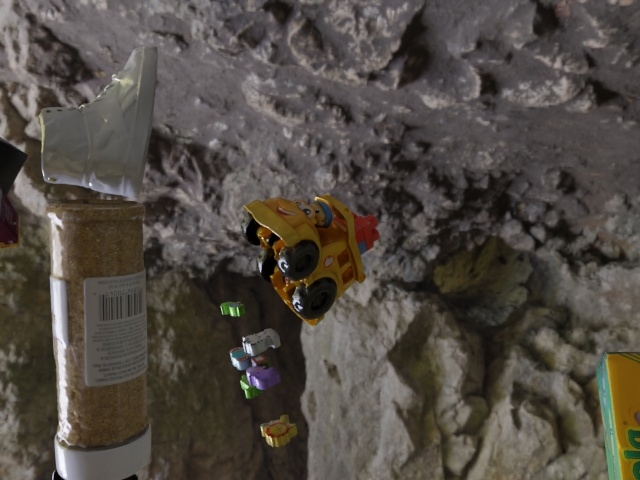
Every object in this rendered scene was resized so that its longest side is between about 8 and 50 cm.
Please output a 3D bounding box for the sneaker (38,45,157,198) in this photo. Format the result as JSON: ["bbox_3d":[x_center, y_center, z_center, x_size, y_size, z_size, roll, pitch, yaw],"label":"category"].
[{"bbox_3d":[-0.350,-0.209,0.916,0.169,0.292,0.108,7,149,-12],"label":"sneaker"}]

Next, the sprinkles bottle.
[{"bbox_3d":[-0.286,0.126,0.759,0.121,0.355,0.121,1,-172,0],"label":"sprinkles bottle"}]

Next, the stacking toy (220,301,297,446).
[{"bbox_3d":[-0.110,0.202,0.926,0.052,0.167,0.221,-15,-163,-23],"label":"stacking toy"}]

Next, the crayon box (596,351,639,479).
[{"bbox_3d":[0.378,0.253,0.567,0.165,0.278,0.081,-3,154,17],"label":"crayon box"}]

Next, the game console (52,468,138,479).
[{"bbox_3d":[-0.352,0.389,0.908,0.122,0.071,0.107,11,165,-14],"label":"game console"}]

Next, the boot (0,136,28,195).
[{"bbox_3d":[-0.683,-0.067,0.778,0.146,0.367,0.445,46,-175,19],"label":"boot"}]

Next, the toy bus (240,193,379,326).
[{"bbox_3d":[0.000,0.000,0.970,0.149,0.211,0.220,41,158,42],"label":"toy bus"}]

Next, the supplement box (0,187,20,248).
[{"bbox_3d":[-0.365,-0.027,0.623,0.055,0.043,0.083,-11,148,-9],"label":"supplement box"}]
